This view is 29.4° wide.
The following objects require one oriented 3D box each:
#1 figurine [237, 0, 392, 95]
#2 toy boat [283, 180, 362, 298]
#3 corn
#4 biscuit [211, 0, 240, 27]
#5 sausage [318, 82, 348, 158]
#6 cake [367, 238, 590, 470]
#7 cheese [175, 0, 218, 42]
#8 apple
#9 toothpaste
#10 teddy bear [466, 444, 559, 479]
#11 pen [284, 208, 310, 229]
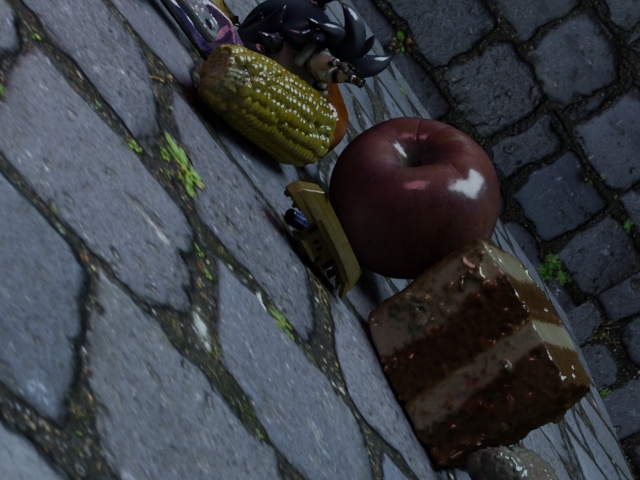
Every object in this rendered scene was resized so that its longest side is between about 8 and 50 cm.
[{"bbox_3d":[-0.019,-0.313,1.962,0.197,0.265,0.175,-57,139,-40],"label":"figurine"},{"bbox_3d":[0.000,0.000,1.785,0.206,0.072,0.064,65,-6,-33],"label":"toy boat"},{"bbox_3d":[-0.076,-0.200,1.839,0.347,0.130,0.130,25,36,-62],"label":"corn"},{"bbox_3d":[-0.210,-0.431,2.048,0.203,0.041,0.260,51,14,-16],"label":"biscuit"},{"bbox_3d":[-0.027,-0.252,2.124,0.133,0.133,0.258,41,20,-51],"label":"sausage"},{"bbox_3d":[0.245,0.178,1.899,0.290,0.255,0.282,58,15,18],"label":"cake"},{"bbox_3d":[-0.238,-0.410,1.790,0.286,0.082,0.163,52,26,-32],"label":"cheese"},{"bbox_3d":[0.153,-0.062,2.043,0.306,0.305,0.235,-104,-173,-52],"label":"apple"},{"bbox_3d":[-0.213,-0.371,1.890,0.301,0.048,0.075,49,43,-12],"label":"toothpaste"},{"bbox_3d":[0.265,0.398,1.688,0.267,0.151,0.236,-53,139,-65],"label":"teddy bear"},{"bbox_3d":[-0.003,-0.013,1.899,0.204,0.025,0.025,32,30,-61],"label":"pen"}]
